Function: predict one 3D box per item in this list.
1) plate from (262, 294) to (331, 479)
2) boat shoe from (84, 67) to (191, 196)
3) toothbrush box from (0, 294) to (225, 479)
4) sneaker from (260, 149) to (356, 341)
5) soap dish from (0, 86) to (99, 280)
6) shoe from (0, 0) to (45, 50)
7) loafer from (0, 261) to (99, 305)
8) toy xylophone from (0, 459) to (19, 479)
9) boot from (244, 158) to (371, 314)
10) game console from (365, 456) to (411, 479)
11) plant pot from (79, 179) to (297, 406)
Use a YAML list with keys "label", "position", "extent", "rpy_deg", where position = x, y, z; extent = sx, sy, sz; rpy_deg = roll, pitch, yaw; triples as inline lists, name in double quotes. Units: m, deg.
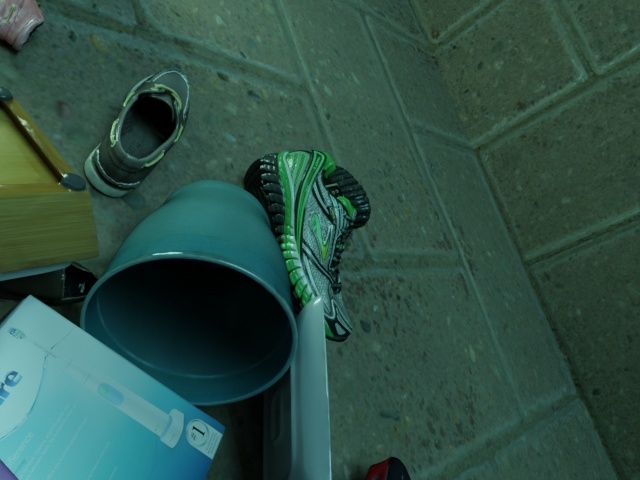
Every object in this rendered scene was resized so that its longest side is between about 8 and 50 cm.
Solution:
- label: "plate"
  position: [-0.045, 0.257, 0.802]
  extent: [0.045, 0.278, 0.277]
  rpy_deg: [7, 57, -14]
- label: "boat shoe"
  position: [-0.290, -0.210, 0.946]
  extent: [0.116, 0.097, 0.324]
  rpy_deg: [41, 40, -24]
- label: "toothbrush box"
  position: [-0.287, 0.242, 0.614]
  extent: [0.295, 0.126, 0.216]
  rpy_deg: [43, 41, -22]
- label: "sneaker"
  position: [0.000, 0.000, 0.920]
  extent: [0.134, 0.146, 0.343]
  rpy_deg: [78, -1, -80]
- label: "soap dish"
  position: [-0.388, -0.059, 0.516]
  extent: [0.229, 0.118, 0.291]
  rpy_deg: [46, 29, 22]
- label: "shoe"
  position: [-0.479, -0.382, 0.876]
  extent: [0.081, 0.063, 0.178]
  rpy_deg: [35, 48, -32]
- label: "loafer"
  position: [-0.344, 0.037, 0.654]
  extent: [0.220, 0.078, 0.080]
  rpy_deg: [29, 59, -74]
- label: "toy xylophone"
  position: [-0.368, 0.275, 0.420]
  extent: [0.323, 0.081, 0.236]
  rpy_deg: [-42, 110, -12]
- label: "boot"
  position: [0.007, -0.019, 1.136]
  extent: [0.260, 0.131, 0.348]
  rpy_deg: [2, 64, -49]
- label: "game console"
  position: [0.140, 0.572, 0.837]
  extent: [0.342, 0.060, 0.386]
  rpy_deg: [63, 20, -8]
- label: "plant pot"
  position: [-0.168, 0.053, 0.795]
  extent: [0.272, 0.272, 0.255]
  rpy_deg: [39, 26, -26]
